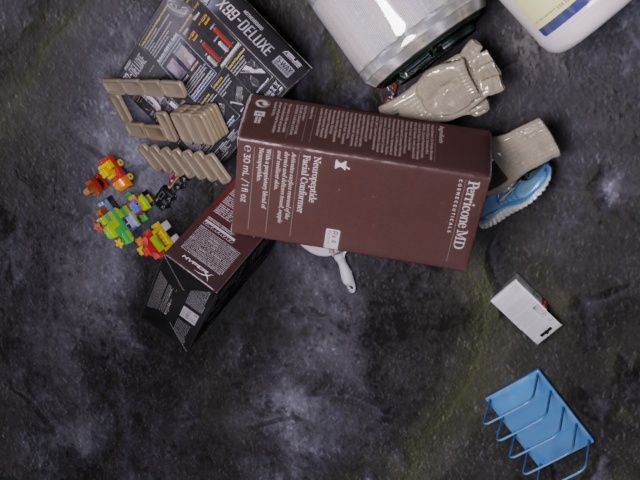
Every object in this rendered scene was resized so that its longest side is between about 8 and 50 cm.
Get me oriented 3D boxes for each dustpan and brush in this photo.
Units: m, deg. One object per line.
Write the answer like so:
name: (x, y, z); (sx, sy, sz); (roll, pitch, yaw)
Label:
dustpan and brush: (0.019, 0.003, 1.843); (0.147, 0.060, 0.211); (-10, 102, 30)

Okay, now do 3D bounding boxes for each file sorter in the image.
file sorter: (0.383, 0.338, 1.831); (0.118, 0.104, 0.170); (-35, 98, 27)

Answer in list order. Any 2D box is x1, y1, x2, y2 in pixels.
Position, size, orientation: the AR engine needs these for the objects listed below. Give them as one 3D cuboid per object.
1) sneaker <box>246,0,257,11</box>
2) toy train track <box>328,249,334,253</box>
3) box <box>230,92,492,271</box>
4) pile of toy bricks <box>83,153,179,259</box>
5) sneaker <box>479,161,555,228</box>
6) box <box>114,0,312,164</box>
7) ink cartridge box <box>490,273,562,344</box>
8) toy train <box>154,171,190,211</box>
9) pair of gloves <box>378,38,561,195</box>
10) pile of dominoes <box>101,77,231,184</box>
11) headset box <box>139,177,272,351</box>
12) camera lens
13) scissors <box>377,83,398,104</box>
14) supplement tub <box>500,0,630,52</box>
sneaker: (-0.152, -0.350, 1.726); (0.097, 0.084, 0.234); (-16, 106, 25)
toy train track: (0.000, 0.000, 1.806); (0.083, 0.014, 0.048); (7, 110, 26)
box: (0.060, -0.088, 1.601); (0.381, 0.143, 0.191); (8, 129, 1)
pile of toy bricks: (-0.370, -0.040, 1.903); (0.118, 0.105, 0.212); (-27, 101, 42)
sneaker: (0.310, -0.084, 1.698); (0.162, 0.063, 0.073); (-34, 95, 27)
box: (-0.188, -0.274, 1.712); (0.242, 0.076, 0.307); (45, 141, -3)
ink cartridge box: (0.357, 0.119, 1.788); (0.115, 0.029, 0.063); (43, 118, -4)
toy train: (-0.259, -0.116, 1.895); (0.036, 0.027, 0.158); (45, 119, 8)
pair of gloves: (0.237, -0.176, 1.635); (0.204, 0.042, 0.240); (-35, 106, 30)
pile of dominoes: (-0.252, -0.196, 1.765); (0.251, 0.040, 0.196); (12, 134, 46)
headset box: (-0.162, 0.016, 1.765); (0.110, 0.293, 0.218); (36, 143, 3)
camera lens: (0.095, -0.383, 1.544); (0.219, 0.219, 0.274); (-35, 91, 27)
scissors: (0.104, -0.249, 1.723); (0.109, 0.021, 0.297); (10, 116, 11)
supplement tub: (0.307, -0.451, 1.443); (0.325, 0.235, 0.235); (47, 118, -5)
